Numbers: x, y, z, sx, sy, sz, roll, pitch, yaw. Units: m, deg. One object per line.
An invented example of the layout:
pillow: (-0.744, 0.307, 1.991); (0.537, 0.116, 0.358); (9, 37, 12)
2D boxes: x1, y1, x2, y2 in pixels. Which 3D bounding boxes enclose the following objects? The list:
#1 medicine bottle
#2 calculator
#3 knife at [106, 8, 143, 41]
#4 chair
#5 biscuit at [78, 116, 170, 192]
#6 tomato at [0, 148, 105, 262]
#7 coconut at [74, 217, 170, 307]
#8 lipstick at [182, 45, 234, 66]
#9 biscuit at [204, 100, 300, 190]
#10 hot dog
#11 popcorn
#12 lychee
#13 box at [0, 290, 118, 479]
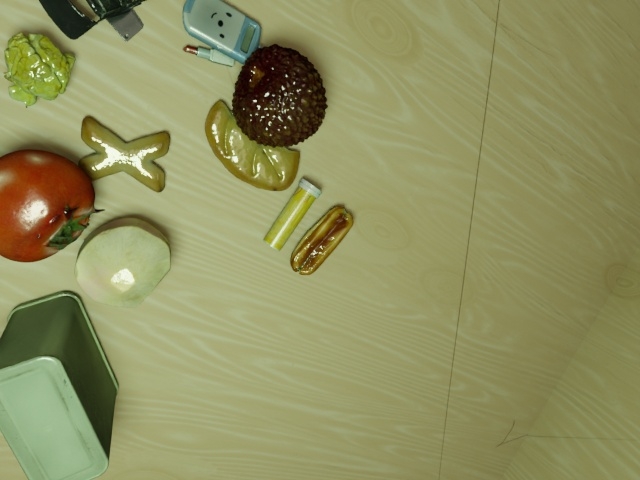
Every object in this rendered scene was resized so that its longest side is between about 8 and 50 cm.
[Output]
medicine bottle: (-0.084, -0.074, 1.325); (0.073, 0.074, 0.218); (33, 94, -26)
calculator: (-0.240, -0.531, 1.126); (0.210, 0.039, 0.121); (23, 78, -26)
knife: (-0.517, -0.584, 1.034); (0.072, 0.019, 0.245); (-45, 119, -6)
chair: (-0.489, -0.555, 0.992); (0.221, 0.145, 0.140); (-11, 124, 30)
biscuit: (-0.495, -0.212, 1.137); (0.207, 0.047, 0.165); (6, 103, -22)
tomato: (-0.640, -0.080, 1.014); (0.224, 0.256, 0.256); (42, 88, -12)
coconut: (-0.489, 0.053, 1.121); (0.236, 0.237, 0.197); (-40, 114, -6)
lipstick: (-0.286, -0.474, 1.147); (0.129, 0.030, 0.030); (6, 104, -23)
biscuit: (-0.194, -0.241, 1.247); (0.299, 0.045, 0.154); (29, 94, -25)
hot dog: (0.000, 0.000, 1.382); (0.100, 0.068, 0.250); (43, 86, -13)
popcorn: (-0.624, -0.379, 0.989); (0.162, 0.135, 0.142); (-33, 122, -11)
lychee: (-0.091, -0.354, 1.154); (0.271, 0.271, 0.272); (-6, 108, -19)
box: (-0.633, 0.350, 1.091); (0.177, 0.344, 0.352); (-18, 111, -18)
